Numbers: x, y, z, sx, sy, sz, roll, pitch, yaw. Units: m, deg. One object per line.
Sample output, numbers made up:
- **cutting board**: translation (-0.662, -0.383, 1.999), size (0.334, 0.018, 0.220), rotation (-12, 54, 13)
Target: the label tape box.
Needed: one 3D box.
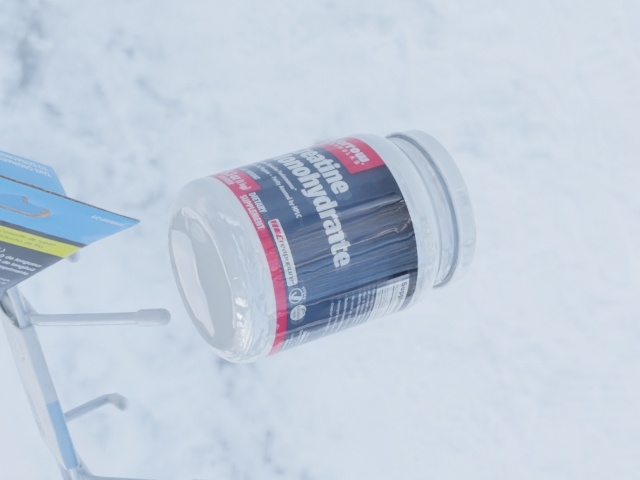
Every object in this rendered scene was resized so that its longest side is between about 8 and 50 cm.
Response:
- **label tape box**: translation (-0.359, -0.031, 1.511), size (0.333, 0.106, 0.240), rotation (-25, 150, 35)

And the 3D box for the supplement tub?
- **supplement tub**: translation (0.000, 0.000, 1.725), size (0.272, 0.191, 0.191), rotation (-18, 142, -25)

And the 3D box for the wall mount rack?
- **wall mount rack**: translation (-0.240, 0.147, 1.824), size (0.130, 0.304, 0.350), rotation (-23, 114, -18)
